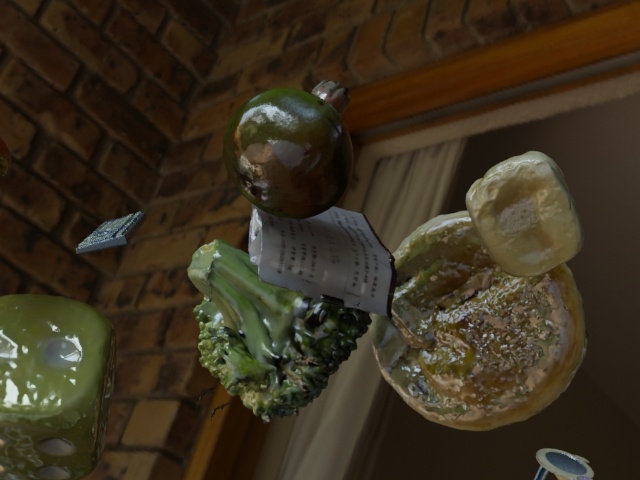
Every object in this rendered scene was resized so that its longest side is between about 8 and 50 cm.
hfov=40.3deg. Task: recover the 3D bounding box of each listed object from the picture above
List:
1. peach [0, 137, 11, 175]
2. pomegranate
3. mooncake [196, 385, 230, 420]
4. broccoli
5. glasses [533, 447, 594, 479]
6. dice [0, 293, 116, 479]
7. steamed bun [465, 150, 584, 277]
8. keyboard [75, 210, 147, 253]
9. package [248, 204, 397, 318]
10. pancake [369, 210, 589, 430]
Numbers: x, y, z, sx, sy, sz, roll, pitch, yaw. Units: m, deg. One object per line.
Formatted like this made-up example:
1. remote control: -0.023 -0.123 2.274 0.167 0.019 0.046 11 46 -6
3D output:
1. peach: -0.481 -0.130 1.231 0.098 0.061 0.098 27 14 -7
2. pomegranate: -0.028 -0.133 1.161 0.180 0.209 0.180 28 -30 18
3. mooncake: -0.190 0.358 1.981 0.057 0.150 0.347 15 -18 14
4. broccoli: -0.086 0.107 1.416 0.281 0.293 0.348 44 -11 -28
5. glasses: 0.304 0.409 1.232 0.088 0.189 0.220 35 -73 -20
6. dice: -0.454 0.241 1.385 0.233 0.226 0.238 5 -40 -8
7. steamed bun: 0.297 -0.051 1.268 0.141 0.155 0.172 -23 -76 19
8. keyboard: -0.233 -0.010 0.986 0.055 0.014 0.176 -15 10 -2
9. package: 0.000 0.000 1.238 0.204 0.250 0.062 17 -59 -20
10. pancake: 0.246 0.134 1.451 0.387 0.386 0.082 -1 -1 31
